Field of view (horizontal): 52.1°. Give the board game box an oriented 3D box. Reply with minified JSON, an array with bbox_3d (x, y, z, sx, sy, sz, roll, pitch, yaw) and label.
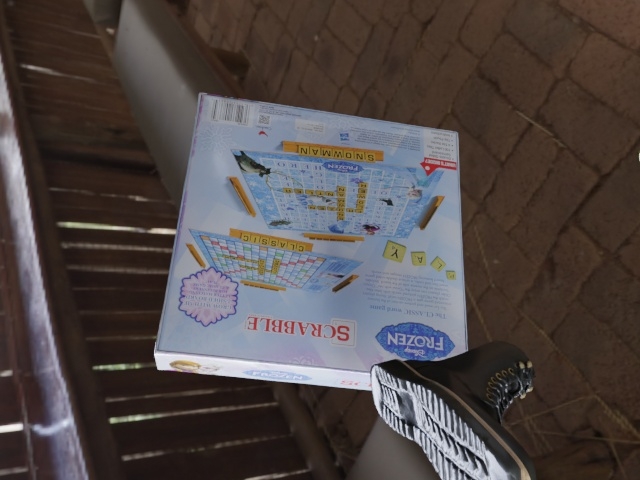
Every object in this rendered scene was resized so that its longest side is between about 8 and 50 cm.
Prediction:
[{"bbox_3d":[0.000,0.000,0.735,0.066,0.318,0.318,111,165,-62],"label":"board game box"}]

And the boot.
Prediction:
[{"bbox_3d":[0.141,0.129,0.527,0.198,0.137,0.077,-146,48,-64],"label":"boot"}]
